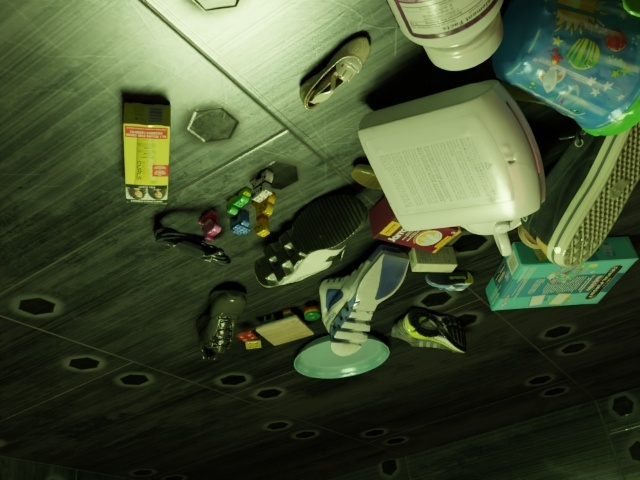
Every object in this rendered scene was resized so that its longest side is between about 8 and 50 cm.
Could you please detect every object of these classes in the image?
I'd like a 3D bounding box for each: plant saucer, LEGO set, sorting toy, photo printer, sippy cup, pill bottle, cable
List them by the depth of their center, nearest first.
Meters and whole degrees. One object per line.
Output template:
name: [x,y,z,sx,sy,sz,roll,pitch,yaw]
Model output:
pill bottle: [0.166,-0.387,0.947,0.169,0.169,0.301,-21,146,18]
sippy cup: [0.414,-0.313,1.086,0.224,0.240,0.305,14,133,-14]
photo printer: [0.243,-0.147,1.206,0.308,0.107,0.256,-7,119,46]
LEGO set: [-0.161,-0.048,1.456,0.227,0.093,0.087,-32,140,32]
cable: [-0.293,0.009,1.513,0.185,0.047,0.150,17,179,12]
sorting toy: [-0.115,0.256,1.972,0.275,0.046,0.132,-19,146,14]
plant saucer: [0.068,0.376,2.202,0.318,0.043,0.317,-6,148,-4]

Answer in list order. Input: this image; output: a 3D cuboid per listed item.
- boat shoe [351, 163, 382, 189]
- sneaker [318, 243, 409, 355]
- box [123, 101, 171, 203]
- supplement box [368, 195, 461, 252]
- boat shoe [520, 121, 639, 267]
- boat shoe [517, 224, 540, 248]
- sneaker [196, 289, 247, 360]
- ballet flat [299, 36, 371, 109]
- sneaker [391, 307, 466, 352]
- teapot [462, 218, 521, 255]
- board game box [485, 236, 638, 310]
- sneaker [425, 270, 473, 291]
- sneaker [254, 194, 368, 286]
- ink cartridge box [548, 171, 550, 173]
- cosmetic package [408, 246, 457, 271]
boat shoe: [0.137,-0.141,1.437,0.153,0.048,0.056,12,154,-18]
sneaker: [0.082,0.127,1.756,0.127,0.182,0.315,18,110,-37]
box: [-0.332,-0.162,1.276,0.087,0.058,0.232,2,145,-15]
supplement box: [0.221,-0.044,1.560,0.188,0.080,0.104,13,142,-29]
boat shoe: [0.546,-0.189,1.267,0.187,0.156,0.500,9,115,-40]
boat shoe: [0.557,-0.109,1.432,0.122,0.110,0.341,39,113,1]
sneaker: [-0.269,0.236,1.832,0.109,0.130,0.286,7,143,-19]
ballet flat: [0.030,-0.288,1.171,0.057,0.052,0.168,22,136,-38]
sneaker: [0.348,0.293,2.102,0.300,0.111,0.121,25,145,-32]
teapot: [0.367,-0.094,1.423,0.256,0.187,0.252,9,143,-27]
board game box: [0.671,0.096,1.878,0.336,0.079,0.253,-3,146,-9]
sneaker: [0.356,0.118,1.865,0.144,0.053,0.059,6,146,-19]
sneaker: [0.000,0.000,1.569,0.331,0.122,0.146,-34,157,32]
ink cartridge box: [0.607,-0.139,1.526,0.135,0.056,0.099,-23,143,21]
cosmetic package: [0.294,0.049,1.739,0.115,0.060,0.041,3,146,-15]
